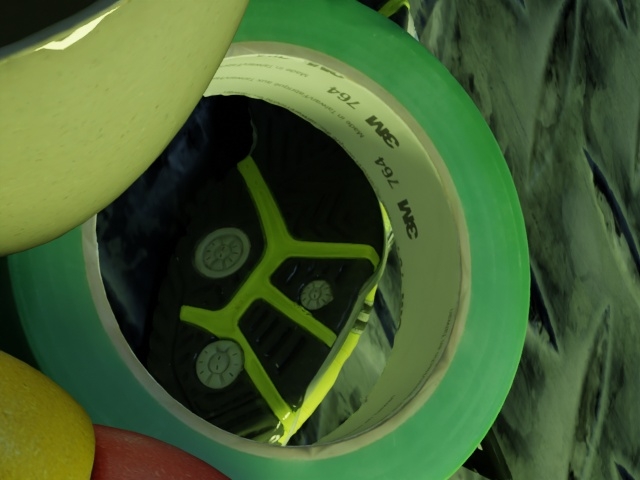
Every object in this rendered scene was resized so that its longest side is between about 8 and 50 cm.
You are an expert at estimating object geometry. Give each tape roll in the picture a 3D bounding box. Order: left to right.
[{"bbox_3d":[-0.034,0.010,0.966,0.321,0.077,0.321,7,74,-24],"label":"tape roll"}]

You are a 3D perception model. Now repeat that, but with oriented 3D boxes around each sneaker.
[{"bbox_3d":[0.000,0.000,1.152,0.147,0.145,0.385,66,37,-51],"label":"sneaker"}]

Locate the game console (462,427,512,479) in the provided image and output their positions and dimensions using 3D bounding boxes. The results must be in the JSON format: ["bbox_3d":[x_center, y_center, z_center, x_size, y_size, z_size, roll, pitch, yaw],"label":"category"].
[{"bbox_3d":[0.128,0.133,1.446,0.071,0.107,0.122,-42,126,-23],"label":"game console"}]

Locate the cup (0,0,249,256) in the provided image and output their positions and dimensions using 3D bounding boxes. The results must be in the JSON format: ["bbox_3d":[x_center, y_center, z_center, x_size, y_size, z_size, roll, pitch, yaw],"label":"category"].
[{"bbox_3d":[-0.168,-0.122,0.720,0.237,0.331,0.331,88,14,-57],"label":"cup"}]

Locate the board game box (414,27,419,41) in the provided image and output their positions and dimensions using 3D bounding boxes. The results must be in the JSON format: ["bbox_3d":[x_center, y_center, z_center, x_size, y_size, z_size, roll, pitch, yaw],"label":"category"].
[{"bbox_3d":[0.028,-0.177,1.343,0.136,0.035,0.201,-55,132,-51],"label":"board game box"}]

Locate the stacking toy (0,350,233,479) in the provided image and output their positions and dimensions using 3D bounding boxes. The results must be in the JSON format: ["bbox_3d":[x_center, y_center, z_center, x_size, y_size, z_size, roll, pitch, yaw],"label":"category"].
[{"bbox_3d":[-0.169,0.160,0.701,0.480,0.350,0.351,48,42,-22],"label":"stacking toy"}]
